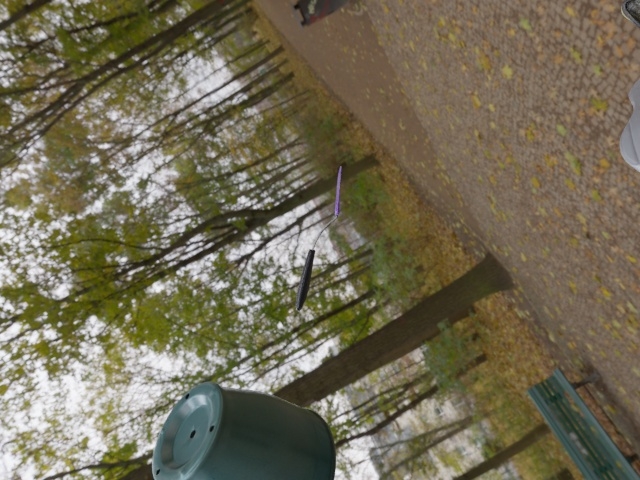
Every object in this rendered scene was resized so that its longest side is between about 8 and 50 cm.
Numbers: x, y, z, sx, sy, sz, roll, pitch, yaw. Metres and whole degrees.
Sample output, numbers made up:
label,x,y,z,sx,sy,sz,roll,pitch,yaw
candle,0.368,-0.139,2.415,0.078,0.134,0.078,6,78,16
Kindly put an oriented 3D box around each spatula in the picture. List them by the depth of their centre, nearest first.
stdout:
label,x,y,z,sx,sy,sz,roll,pitch,yaw
spatula,0.000,0.000,0.884,0.030,0.297,0.084,20,-177,-2

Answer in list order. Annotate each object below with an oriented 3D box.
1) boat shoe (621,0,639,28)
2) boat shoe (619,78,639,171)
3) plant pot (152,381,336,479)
label,x,y,z,sx,sy,sz,roll,pitch,yaw
boat shoe,0.495,-0.302,0.627,0.152,0.049,0.056,36,140,23
boat shoe,0.599,-0.195,0.746,0.119,0.335,0.121,41,142,-3
plant pot,-0.155,0.400,0.836,0.255,0.271,0.272,42,-167,-30
